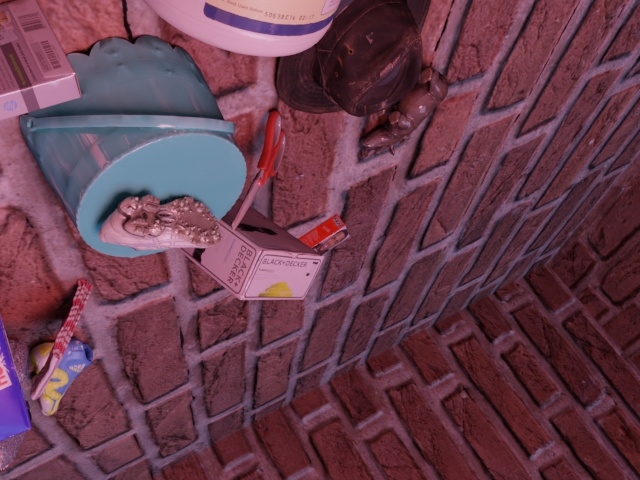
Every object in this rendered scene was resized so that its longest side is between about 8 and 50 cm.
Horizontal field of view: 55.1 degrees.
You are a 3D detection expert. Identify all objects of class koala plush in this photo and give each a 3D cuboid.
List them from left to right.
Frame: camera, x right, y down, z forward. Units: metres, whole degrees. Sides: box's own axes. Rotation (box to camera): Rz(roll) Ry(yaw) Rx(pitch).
[{"bbox_3d":[-0.610,0.314,1.104,0.203,0.221,0.196,-16,174,-26],"label":"koala plush"}]

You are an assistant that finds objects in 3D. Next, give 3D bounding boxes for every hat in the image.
[{"bbox_3d":[0.087,-0.300,1.007,0.331,0.134,0.331,-26,154,-14],"label":"hat"}]

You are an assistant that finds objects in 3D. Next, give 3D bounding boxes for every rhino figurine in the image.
[{"bbox_3d":[0.168,-0.255,1.257,0.106,0.073,0.243,0,140,-46],"label":"rhino figurine"}]

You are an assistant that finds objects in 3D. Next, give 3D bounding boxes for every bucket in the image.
[{"bbox_3d":[-0.248,-0.122,0.856,0.281,0.183,0.281,-27,154,-14],"label":"bucket"}]

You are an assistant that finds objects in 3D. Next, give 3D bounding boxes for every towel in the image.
[{"bbox_3d":[-0.482,0.181,1.136,0.029,0.197,0.144,26,125,-19],"label":"towel"}]

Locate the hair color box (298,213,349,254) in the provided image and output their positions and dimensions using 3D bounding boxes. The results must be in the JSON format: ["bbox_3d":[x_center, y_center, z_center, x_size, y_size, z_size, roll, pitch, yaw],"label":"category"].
[{"bbox_3d":[0.000,0.000,1.543,0.141,0.043,0.072,-34,154,-2],"label":"hair color box"}]

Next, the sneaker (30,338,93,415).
[{"bbox_3d":[-0.558,0.297,1.342,0.126,0.091,0.240,-17,150,-33],"label":"sneaker"}]

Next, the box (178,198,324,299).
[{"bbox_3d":[-0.156,-0.010,1.031,0.169,0.290,0.087,7,112,-56],"label":"box"}]

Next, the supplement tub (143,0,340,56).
[{"bbox_3d":[-0.047,-0.374,0.588,0.235,0.235,0.325,-14,149,-36],"label":"supplement tub"}]

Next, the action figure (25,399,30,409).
[{"bbox_3d":[-0.738,0.391,1.238,0.164,0.141,0.275,-36,159,32],"label":"action figure"}]

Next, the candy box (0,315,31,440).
[{"bbox_3d":[-0.627,0.208,0.895,0.317,0.268,0.122,-17,-167,-32],"label":"candy box"}]

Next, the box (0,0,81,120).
[{"bbox_3d":[-0.370,-0.182,0.645,0.186,0.145,0.038,-24,152,-23],"label":"box"}]

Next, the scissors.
[{"bbox_3d":[-0.098,-0.100,1.032,0.021,0.297,0.109,7,142,6],"label":"scissors"}]

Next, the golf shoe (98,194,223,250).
[{"bbox_3d":[-0.212,-0.017,0.819,0.086,0.069,0.176,-25,159,31],"label":"golf shoe"}]
